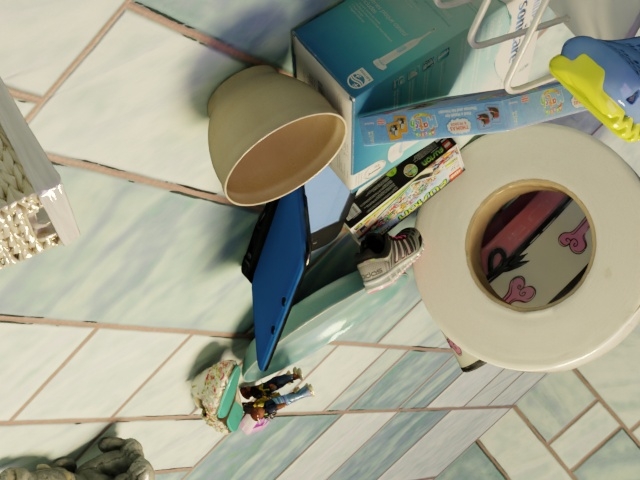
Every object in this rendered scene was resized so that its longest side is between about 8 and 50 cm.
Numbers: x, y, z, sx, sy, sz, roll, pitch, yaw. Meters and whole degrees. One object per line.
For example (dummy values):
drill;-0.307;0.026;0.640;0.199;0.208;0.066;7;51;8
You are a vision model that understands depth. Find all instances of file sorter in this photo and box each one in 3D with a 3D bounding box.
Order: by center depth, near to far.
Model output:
file sorter;0.202;-0.321;1.376;0.173;0.277;0.193;-21;152;-28

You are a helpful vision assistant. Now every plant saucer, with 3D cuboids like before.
plant saucer;0.000;0.127;2.144;0.317;0.043;0.317;-31;167;-8

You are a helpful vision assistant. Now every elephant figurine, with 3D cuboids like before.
elephant figurine;-0.385;0.394;2.023;0.239;0.186;0.169;-12;-170;-29

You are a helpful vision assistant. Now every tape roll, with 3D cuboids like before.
tape roll;0.334;0.012;2.049;0.392;0.392;0.072;-44;157;11

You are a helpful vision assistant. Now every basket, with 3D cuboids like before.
basket;-0.308;-0.065;1.216;0.103;0.167;0.113;-28;156;-13

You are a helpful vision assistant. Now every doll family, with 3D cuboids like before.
doll family;-0.083;0.264;2.233;0.111;0.076;0.193;-16;170;-16

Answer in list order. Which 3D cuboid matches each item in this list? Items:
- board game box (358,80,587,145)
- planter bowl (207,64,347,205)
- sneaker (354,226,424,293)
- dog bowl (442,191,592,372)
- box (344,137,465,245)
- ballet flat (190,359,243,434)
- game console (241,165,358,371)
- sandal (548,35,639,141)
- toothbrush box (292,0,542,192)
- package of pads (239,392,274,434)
board game box;0.173;-0.143;1.473;0.160;0.039;0.211;-17;-170;-41
planter bowl;-0.065;-0.132;1.524;0.162;0.109;0.162;-28;158;-12
sneaker;0.104;0.012;2.025;0.063;0.075;0.170;-17;-162;38
dog bowl;0.345;0.035;2.281;0.408;0.150;0.408;-43;179;-1
box;0.126;-0.076;2.026;0.207;0.036;0.114;-39;158;-1
ballet flat;-0.172;0.252;2.135;0.241;0.077;0.091;94;19;-60
game console;0.000;0.000;1.798;0.250;0.173;0.293;-24;154;-31
sandal;0.341;-0.178;1.346;0.138;0.126;0.317;-50;158;24
toothbrush box;0.121;-0.224;1.620;0.295;0.126;0.216;-32;156;-14
package of pads;-0.109;0.317;2.413;0.050;0.032;0.083;-15;147;-48
